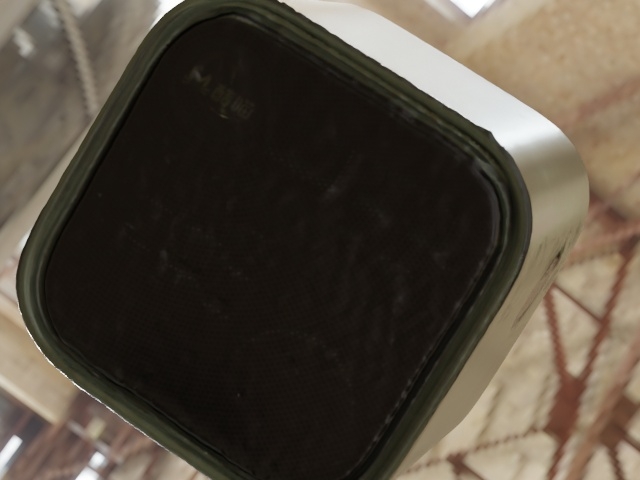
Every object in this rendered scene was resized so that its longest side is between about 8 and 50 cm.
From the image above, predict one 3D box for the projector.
[{"bbox_3d":[0.000,0.000,1.136,0.249,0.248,0.249,-59,169,12],"label":"projector"}]
